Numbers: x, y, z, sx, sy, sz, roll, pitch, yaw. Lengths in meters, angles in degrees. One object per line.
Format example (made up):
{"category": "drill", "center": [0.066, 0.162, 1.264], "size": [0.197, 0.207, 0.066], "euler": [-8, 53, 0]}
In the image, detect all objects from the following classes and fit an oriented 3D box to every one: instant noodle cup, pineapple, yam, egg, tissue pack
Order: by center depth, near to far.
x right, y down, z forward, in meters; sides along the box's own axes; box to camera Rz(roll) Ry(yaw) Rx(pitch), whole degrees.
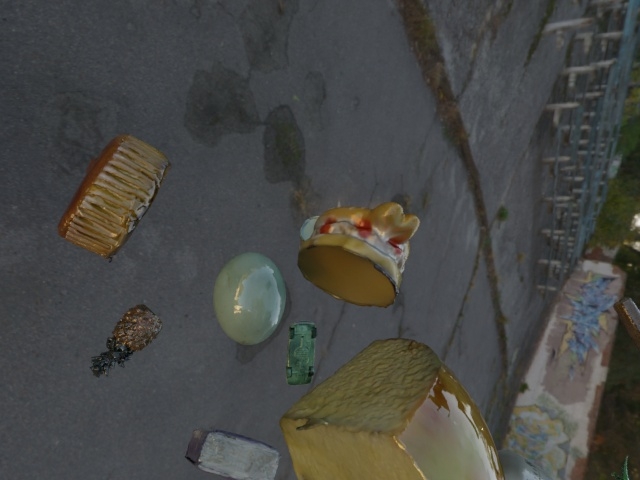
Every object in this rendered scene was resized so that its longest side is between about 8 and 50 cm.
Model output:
{"category": "yam", "center": [0.489, 0.153, 0.630], "size": [0.032, 0.032, 0.145], "euler": [-23, 80, -54]}
{"category": "egg", "center": [-0.147, 0.120, 0.874], "size": [0.149, 0.149, 0.192], "euler": [-7, 101, -57]}
{"category": "pineapple", "center": [-0.496, 0.256, 1.062], "size": [0.198, 0.108, 0.108], "euler": [-50, 139, -27]}
{"category": "tissue pack", "center": [-0.296, 0.695, 1.361], "size": [0.242, 0.343, 0.125], "euler": [23, 61, -14]}
{"category": "instant noodle cup", "center": [0.000, 0.000, 1.586], "size": [0.144, 0.182, 0.182], "euler": [79, 35, -59]}

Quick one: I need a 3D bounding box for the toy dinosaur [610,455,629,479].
{"category": "toy dinosaur", "center": [0.605, 0.479, 0.835], "size": [0.062, 0.021, 0.083], "euler": [-58, 156, -74]}

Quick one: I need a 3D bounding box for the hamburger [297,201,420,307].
{"category": "hamburger", "center": [0.098, 0.019, 1.033], "size": [0.186, 0.261, 0.303], "euler": [-63, -175, -27]}

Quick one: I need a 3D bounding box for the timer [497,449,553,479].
{"category": "timer", "center": [0.332, 0.505, 0.736], "size": [0.233, 0.240, 0.233], "euler": [-49, 163, -21]}

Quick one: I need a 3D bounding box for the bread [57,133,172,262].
{"category": "bread", "center": [-0.331, -0.073, 0.675], "size": [0.104, 0.199, 0.199], "euler": [33, 69, -26]}

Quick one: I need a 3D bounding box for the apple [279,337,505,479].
{"category": "apple", "center": [0.099, 0.309, 0.516], "size": [0.314, 0.252, 0.309], "euler": [-71, 138, -85]}

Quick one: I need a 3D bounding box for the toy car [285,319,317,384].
{"category": "toy car", "center": [-0.067, 0.365, 1.388], "size": [0.076, 0.090, 0.224], "euler": [-137, -129, -74]}
